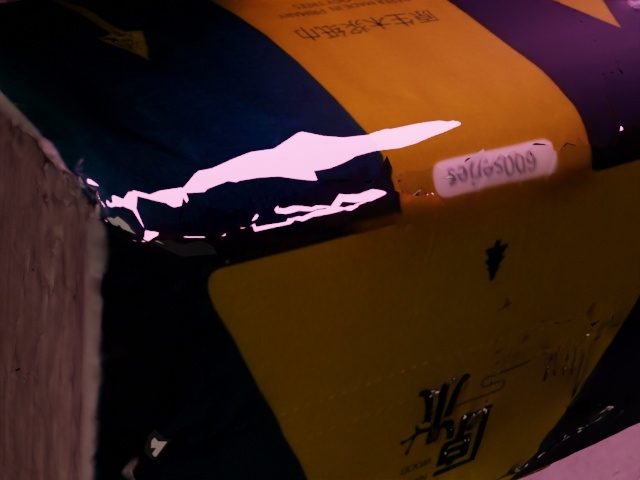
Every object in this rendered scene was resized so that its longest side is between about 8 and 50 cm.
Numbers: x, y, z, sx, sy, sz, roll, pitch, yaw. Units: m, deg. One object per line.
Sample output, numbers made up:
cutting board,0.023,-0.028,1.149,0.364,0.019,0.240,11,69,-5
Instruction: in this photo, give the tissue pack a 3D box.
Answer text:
tissue pack,0.000,0.000,0.873,0.417,0.253,0.264,-15,129,-35

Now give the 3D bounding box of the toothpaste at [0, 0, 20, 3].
toothpaste,-0.133,-0.132,0.917,0.301,0.048,0.075,12,93,-33
